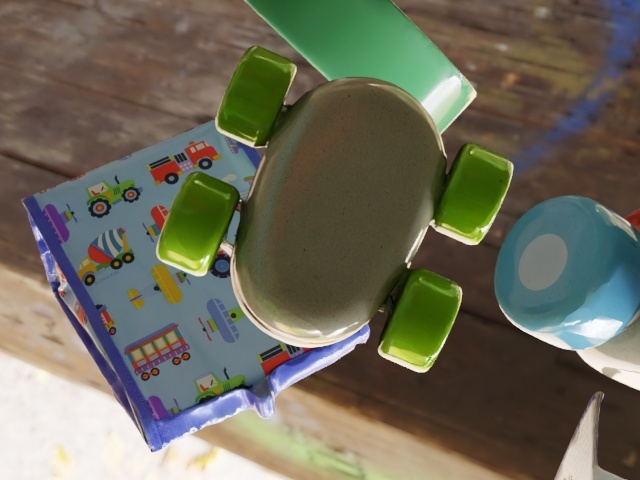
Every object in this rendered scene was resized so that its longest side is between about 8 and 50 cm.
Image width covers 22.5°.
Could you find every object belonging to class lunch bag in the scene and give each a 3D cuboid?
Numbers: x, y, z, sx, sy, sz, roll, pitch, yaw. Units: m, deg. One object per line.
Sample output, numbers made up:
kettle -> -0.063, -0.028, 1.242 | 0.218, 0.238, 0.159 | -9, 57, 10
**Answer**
lunch bag -> -0.108, 0.048, 1.474 | 0.221, 0.293, 0.138 | -24, 139, -15

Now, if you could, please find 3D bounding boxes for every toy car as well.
toy car -> 0.246, -0.022, 0.804 | 0.219, 0.210, 0.238 | 27, 81, -39
toy car -> 0.000, 0.000, 0.909 | 0.188, 0.155, 0.149 | 116, -2, -74

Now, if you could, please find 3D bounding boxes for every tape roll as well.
tape roll -> -0.013, -0.201, 1.308 | 0.077, 0.321, 0.321 | -46, 146, 4

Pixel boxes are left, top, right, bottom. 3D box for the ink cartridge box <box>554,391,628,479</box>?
ink cartridge box -> 0.168, 0.240, 1.018 | 0.223, 0.045, 0.224 | 93, 5, -62
